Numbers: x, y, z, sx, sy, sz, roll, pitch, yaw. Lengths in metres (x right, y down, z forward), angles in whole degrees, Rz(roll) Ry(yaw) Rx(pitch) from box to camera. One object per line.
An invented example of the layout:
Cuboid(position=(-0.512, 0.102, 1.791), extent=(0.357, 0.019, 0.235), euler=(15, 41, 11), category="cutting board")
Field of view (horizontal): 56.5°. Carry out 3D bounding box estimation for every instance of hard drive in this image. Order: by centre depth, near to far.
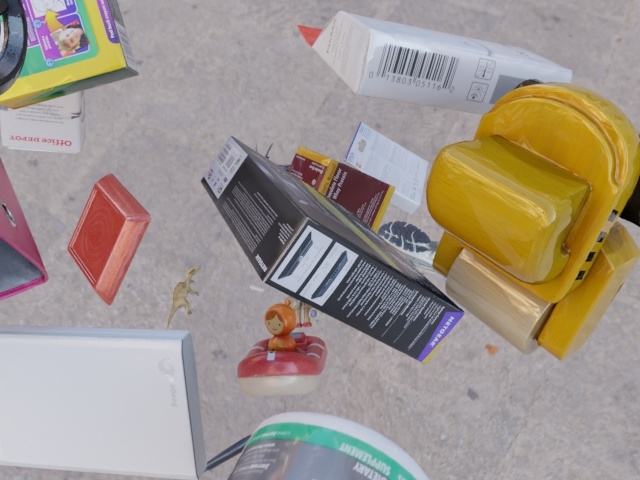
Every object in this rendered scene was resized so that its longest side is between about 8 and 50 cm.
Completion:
Cuboid(position=(-0.312, 0.214, 0.795), extent=(0.307, 0.203, 0.040), euler=(0, 16, 11), category="hard drive")

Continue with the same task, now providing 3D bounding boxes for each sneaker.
Cuboid(position=(0.294, 0.045, 1.793), extent=(0.283, 0.122, 0.110), euler=(25, 47, 4), category="sneaker")

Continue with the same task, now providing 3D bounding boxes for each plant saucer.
Cuboid(position=(-0.547, -0.011, 1.499), extent=(0.258, 0.047, 0.259), euler=(39, 106, 39), category="plant saucer")

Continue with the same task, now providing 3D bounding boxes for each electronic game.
Cuboid(position=(-0.522, -0.327, 0.894), extent=(0.048, 0.229, 0.229), euler=(6, 59, 12), category="electronic game")

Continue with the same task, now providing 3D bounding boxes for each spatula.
Cuboid(position=(-0.261, 0.509, 1.281), extent=(0.296, 0.084, 0.030), euler=(-35, 46, -17), category="spatula")

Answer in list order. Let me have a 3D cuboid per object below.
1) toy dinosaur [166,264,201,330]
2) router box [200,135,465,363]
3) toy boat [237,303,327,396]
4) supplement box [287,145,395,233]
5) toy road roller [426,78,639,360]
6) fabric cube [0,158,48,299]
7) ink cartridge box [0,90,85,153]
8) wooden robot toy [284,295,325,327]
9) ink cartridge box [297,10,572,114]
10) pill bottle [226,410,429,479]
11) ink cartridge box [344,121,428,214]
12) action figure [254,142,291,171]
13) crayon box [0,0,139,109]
Cuboid(position=(-0.339, 0.144, 1.436), extent=(0.053, 0.092, 0.183), euler=(12, 62, 16), category="toy dinosaur")
Cuboid(position=(0.000, 0.000, 0.740), extent=(0.081, 0.243, 0.309), euler=(-55, 31, 8), category="router box")
Cuboid(position=(-0.070, 0.190, 1.084), extent=(0.151, 0.231, 0.151), euler=(-4, 96, 6), category="toy boat")
Cuboid(position=(0.022, -0.074, 1.291), extent=(0.129, 0.194, 0.191), euler=(32, 101, 51), category="supplement box")
Cuboid(position=(0.219, -0.010, 0.663), extent=(0.240, 0.329, 0.202), euler=(-18, 44, -39), category="toy road roller")
Cuboid(position=(-0.511, -0.045, 0.689), extent=(0.259, 0.254, 0.258), euler=(-23, 77, -16), category="fabric cube")
Cuboid(position=(-0.772, -0.403, 1.657), extent=(0.211, 0.289, 0.121), euler=(4, 31, -15), category="ink cartridge box")
Cuboid(position=(-0.046, 0.153, 1.340), extent=(0.173, 0.079, 0.076), euler=(-12, 69, 31), category="wooden robot toy")
Cuboid(position=(0.152, -0.305, 0.938), extent=(0.308, 0.091, 0.385), euler=(4, 31, -18), category="ink cartridge box")
Cuboid(position=(-0.041, 0.341, 0.481), extent=(0.204, 0.204, 0.361), euler=(18, 43, 12), category="pill bottle")
Cuboid(position=(0.167, -0.191, 1.546), extent=(0.224, 0.045, 0.223), euler=(31, 39, -7), category="ink cartridge box")
Cuboid(position=(-0.115, -0.084, 1.416), extent=(0.164, 0.276, 0.141), euler=(-2, 31, 27), category="action figure")
Cuboid(position=(-0.624, -0.517, 1.346), extent=(0.313, 0.106, 0.363), euler=(-15, 95, 1), category="crayon box")
